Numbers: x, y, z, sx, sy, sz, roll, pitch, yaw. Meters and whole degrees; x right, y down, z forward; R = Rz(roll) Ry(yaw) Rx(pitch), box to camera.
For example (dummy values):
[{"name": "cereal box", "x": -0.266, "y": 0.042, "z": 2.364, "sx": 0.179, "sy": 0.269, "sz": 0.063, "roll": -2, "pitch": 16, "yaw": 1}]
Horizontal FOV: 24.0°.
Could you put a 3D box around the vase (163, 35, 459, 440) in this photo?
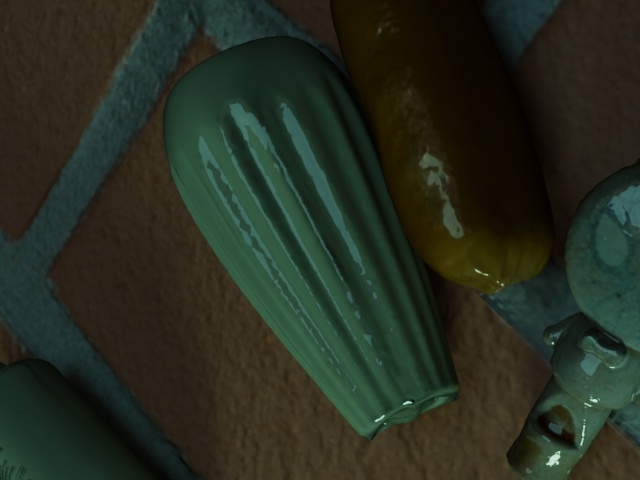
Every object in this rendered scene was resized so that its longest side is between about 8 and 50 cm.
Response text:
[{"name": "vase", "x": 0.000, "y": 0.000, "z": 0.920, "sx": 0.128, "sy": 0.128, "sz": 0.248, "roll": -35, "pitch": 75, "yaw": 29}]

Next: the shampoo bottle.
[{"name": "shampoo bottle", "x": -0.174, "y": 0.161, "z": 1.051, "sx": 0.262, "sy": 0.085, "sz": 0.085, "roll": 41, "pitch": 110, "yaw": 32}]

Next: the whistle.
[{"name": "whistle", "x": 0.170, "y": 0.044, "z": 0.830, "sx": 0.107, "sy": 0.057, "sz": 0.220, "roll": 33, "pitch": 110, "yaw": 20}]

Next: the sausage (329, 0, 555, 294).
[{"name": "sausage", "x": 0.070, "y": -0.077, "z": 0.886, "sx": 0.098, "sy": 0.098, "sz": 0.238, "roll": -32, "pitch": 66, "yaw": 30}]
